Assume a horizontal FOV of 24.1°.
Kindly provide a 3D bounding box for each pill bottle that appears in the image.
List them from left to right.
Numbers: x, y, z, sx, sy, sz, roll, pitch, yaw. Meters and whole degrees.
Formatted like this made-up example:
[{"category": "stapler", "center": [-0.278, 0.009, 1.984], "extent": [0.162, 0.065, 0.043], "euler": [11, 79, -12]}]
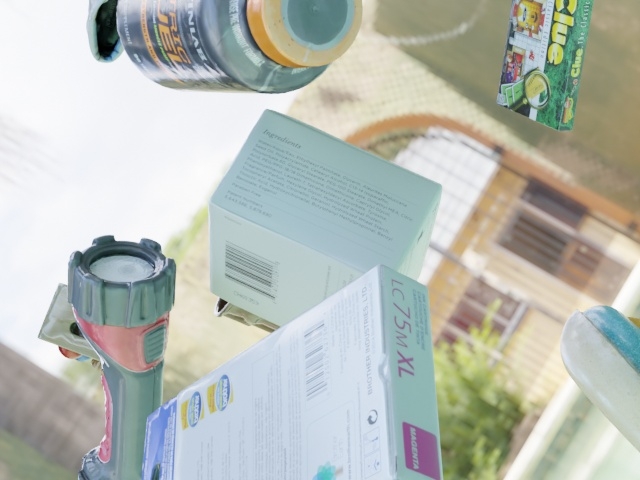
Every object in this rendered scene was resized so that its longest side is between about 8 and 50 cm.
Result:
[{"category": "pill bottle", "center": [-0.063, -0.184, 1.216], "extent": [0.130, 0.130, 0.245], "euler": [-58, 28, -12]}]

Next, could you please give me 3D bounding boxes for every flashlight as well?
[{"category": "flashlight", "center": [-0.198, 0.147, 1.456], "extent": [0.103, 0.103, 0.304], "euler": [-97, 12, -59]}]

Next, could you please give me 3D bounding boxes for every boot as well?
[{"category": "boot", "center": [-0.290, -0.390, 2.221], "extent": [0.123, 0.095, 0.258], "euler": [-106, 28, -61]}]

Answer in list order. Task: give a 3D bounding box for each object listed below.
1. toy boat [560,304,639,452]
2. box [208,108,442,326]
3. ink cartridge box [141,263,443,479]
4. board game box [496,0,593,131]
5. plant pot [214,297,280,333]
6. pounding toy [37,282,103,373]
[{"category": "toy boat", "center": [0.411, 0.171, 1.817], "extent": [0.148, 0.267, 0.318], "euler": [-44, -7, 6]}, {"category": "box", "center": [0.000, 0.000, 1.389], "extent": [0.119, 0.182, 0.181], "euler": [-61, -11, -27]}, {"category": "ink cartridge box", "center": [-0.034, 0.168, 1.192], "extent": [0.311, 0.065, 0.186], "euler": [-32, 45, 36]}, {"category": "board game box", "center": [0.298, -0.285, 1.958], "extent": [0.030, 0.136, 0.260], "euler": [-7, -67, -34]}, {"category": "plant pot", "center": [-0.014, 0.056, 1.767], "extent": [0.167, 0.165, 0.167], "euler": [-57, 10, 16]}, {"category": "pounding toy", "center": [-0.254, 0.124, 1.779], "extent": [0.130, 0.141, 0.100], "euler": [58, -128, -80]}]
